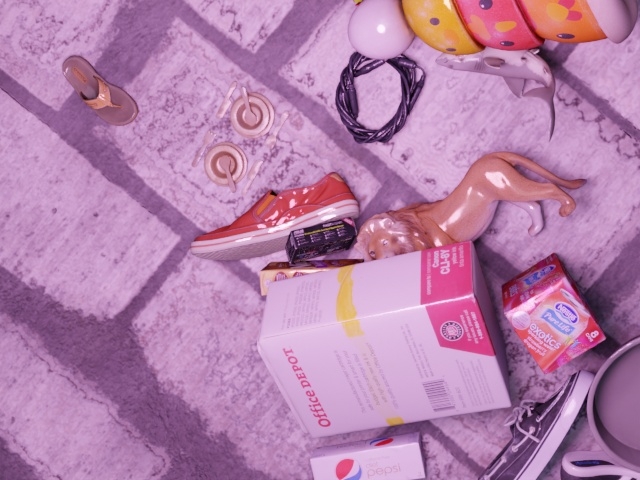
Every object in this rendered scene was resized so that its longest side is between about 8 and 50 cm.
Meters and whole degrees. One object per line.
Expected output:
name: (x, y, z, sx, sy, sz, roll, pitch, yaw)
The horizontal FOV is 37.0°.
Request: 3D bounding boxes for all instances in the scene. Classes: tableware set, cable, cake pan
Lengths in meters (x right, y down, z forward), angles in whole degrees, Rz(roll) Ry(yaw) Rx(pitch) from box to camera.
tableware set: (-0.158, -0.191, 1.828, 0.128, 0.039, 0.194, 29, 100, 3)
cable: (0.100, -0.269, 1.778, 0.151, 0.047, 0.184, 28, 101, 4)
cake pan: (0.622, 0.284, 1.712, 0.293, 0.054, 0.293, 1, 109, 4)

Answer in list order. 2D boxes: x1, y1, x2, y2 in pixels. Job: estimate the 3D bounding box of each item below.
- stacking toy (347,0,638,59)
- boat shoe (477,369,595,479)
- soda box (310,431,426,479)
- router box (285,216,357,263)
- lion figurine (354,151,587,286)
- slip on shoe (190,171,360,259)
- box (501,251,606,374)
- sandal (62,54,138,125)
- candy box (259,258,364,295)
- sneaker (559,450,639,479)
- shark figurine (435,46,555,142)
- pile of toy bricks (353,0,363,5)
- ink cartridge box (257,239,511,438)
stacking toy: (0.266, -0.427, 1.645, 0.480, 0.350, 0.350, -20, 94, 27)
boat shoe: (0.397, 0.354, 1.786, 0.105, 0.113, 0.306, 33, 114, 15)
soda box: (0.093, 0.431, 1.856, 0.216, 0.069, 0.074, -11, 95, 10)
router box: (0.000, 0.000, 1.778, 0.122, 0.092, 0.038, -13, 73, -13)
lion figurine: (0.268, -0.048, 1.744, 0.392, 0.142, 0.240, -44, 91, 5)
slip on shoe: (-0.092, -0.039, 1.808, 0.331, 0.123, 0.101, -20, 74, 9)
box: (0.403, 0.121, 1.678, 0.123, 0.257, 0.128, -33, 91, 13)
sandal: (-0.434, -0.288, 1.849, 0.180, 0.049, 0.072, 43, 101, 1)
candy box: (-0.013, 0.068, 1.805, 0.187, 0.109, 0.053, -4, 97, 8)
sneaker: (0.551, 0.458, 1.801, 0.217, 0.079, 0.121, 4, 118, -3)
shark figurine: (0.356, -0.285, 1.700, 0.166, 0.278, 0.116, -31, 134, -17)
pile of toy bricks: (0.067, -0.480, 1.741, 0.212, 0.118, 0.105, -27, 121, -5)
ink cartridge box: (0.117, 0.182, 1.700, 0.385, 0.160, 0.279, -12, 127, 15)
